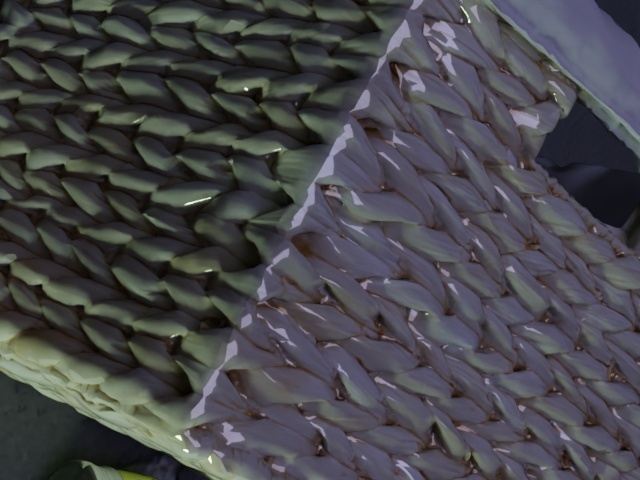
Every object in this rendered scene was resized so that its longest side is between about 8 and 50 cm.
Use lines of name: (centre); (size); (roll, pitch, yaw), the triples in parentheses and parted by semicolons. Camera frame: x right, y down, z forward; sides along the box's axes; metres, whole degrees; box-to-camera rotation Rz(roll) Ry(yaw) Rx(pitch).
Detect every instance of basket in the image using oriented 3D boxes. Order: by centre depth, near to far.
basket: (0.000, 0.000, 0.847); (0.328, 0.331, 0.266); (36, 76, -42)

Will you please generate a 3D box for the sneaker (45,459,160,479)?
sneaker: (-0.117, 0.231, 0.961); (0.094, 0.081, 0.209); (6, 95, -47)
